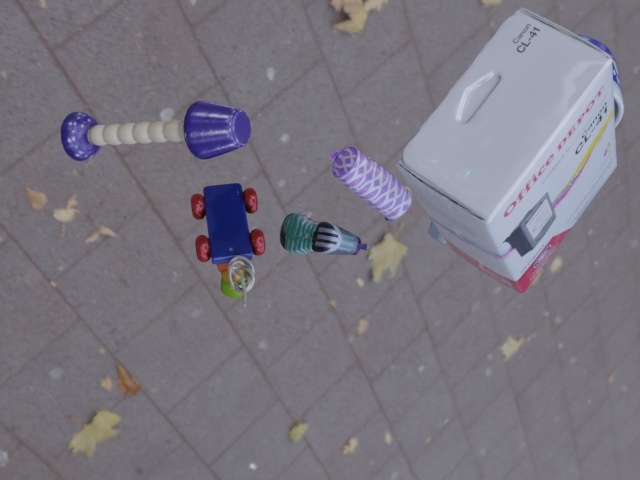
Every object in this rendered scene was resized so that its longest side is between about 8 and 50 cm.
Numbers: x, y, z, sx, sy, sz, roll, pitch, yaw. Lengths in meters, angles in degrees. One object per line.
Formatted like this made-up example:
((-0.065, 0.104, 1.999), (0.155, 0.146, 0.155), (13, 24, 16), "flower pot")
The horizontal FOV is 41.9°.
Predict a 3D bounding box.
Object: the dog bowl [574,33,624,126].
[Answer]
((0.418, -0.265, 1.552), (0.265, 0.265, 0.104), (27, 56, -46), "dog bowl")

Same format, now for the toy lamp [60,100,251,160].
((-0.221, -0.143, 1.121), (0.080, 0.275, 0.080), (2, 87, -62), "toy lamp")

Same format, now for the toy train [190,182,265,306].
((-0.138, 0.042, 1.309), (0.105, 0.248, 0.143), (-7, 142, -8), "toy train")

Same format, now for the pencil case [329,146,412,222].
((0.115, -0.126, 1.847), (0.086, 0.088, 0.206), (-47, 126, 8), "pencil case")

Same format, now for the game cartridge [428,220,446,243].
((0.341, -0.113, 1.721), (0.297, 0.062, 0.198), (-33, 145, -38), "game cartridge")

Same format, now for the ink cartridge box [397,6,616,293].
((0.237, -0.089, 0.997), (0.226, 0.131, 0.306), (-53, 155, -1), "ink cartridge box")

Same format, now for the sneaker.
((0.000, 0.000, 1.685), (0.098, 0.224, 0.083), (16, 91, -30), "sneaker")
